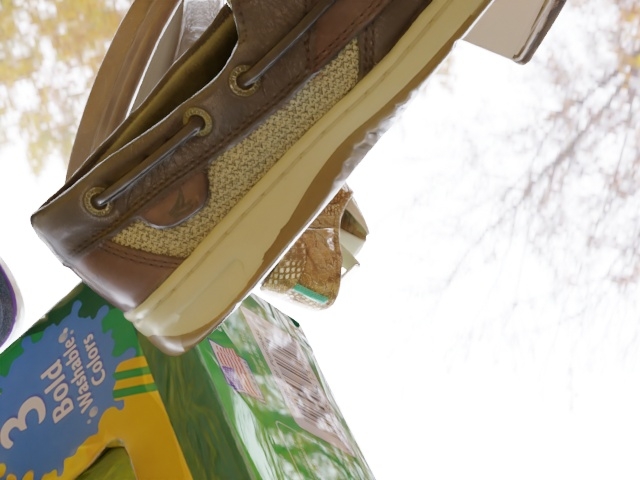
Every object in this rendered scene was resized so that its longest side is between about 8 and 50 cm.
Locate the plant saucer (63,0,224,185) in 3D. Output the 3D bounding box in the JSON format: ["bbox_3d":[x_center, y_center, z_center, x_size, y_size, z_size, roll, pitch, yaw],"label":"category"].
[{"bbox_3d":[-0.144,-0.102,1.185,0.041,0.278,0.278,21,-121,2],"label":"plant saucer"}]

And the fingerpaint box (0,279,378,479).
[{"bbox_3d":[-0.110,0.276,0.733,0.371,0.163,0.445,-41,-133,13],"label":"fingerpaint box"}]

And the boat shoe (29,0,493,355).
[{"bbox_3d":[-0.005,-0.068,0.435,0.073,0.223,0.080,33,-167,-16],"label":"boat shoe"}]

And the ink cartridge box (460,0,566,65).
[{"bbox_3d":[0.046,-0.186,0.742,0.158,0.092,0.218,21,-157,-7],"label":"ink cartridge box"}]

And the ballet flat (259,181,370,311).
[{"bbox_3d":[0.000,0.000,1.101,0.067,0.073,0.206,34,-153,-5],"label":"ballet flat"}]

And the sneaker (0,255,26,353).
[{"bbox_3d":[-0.401,0.006,1.192,0.322,0.236,0.130,39,-84,-4],"label":"sneaker"}]
